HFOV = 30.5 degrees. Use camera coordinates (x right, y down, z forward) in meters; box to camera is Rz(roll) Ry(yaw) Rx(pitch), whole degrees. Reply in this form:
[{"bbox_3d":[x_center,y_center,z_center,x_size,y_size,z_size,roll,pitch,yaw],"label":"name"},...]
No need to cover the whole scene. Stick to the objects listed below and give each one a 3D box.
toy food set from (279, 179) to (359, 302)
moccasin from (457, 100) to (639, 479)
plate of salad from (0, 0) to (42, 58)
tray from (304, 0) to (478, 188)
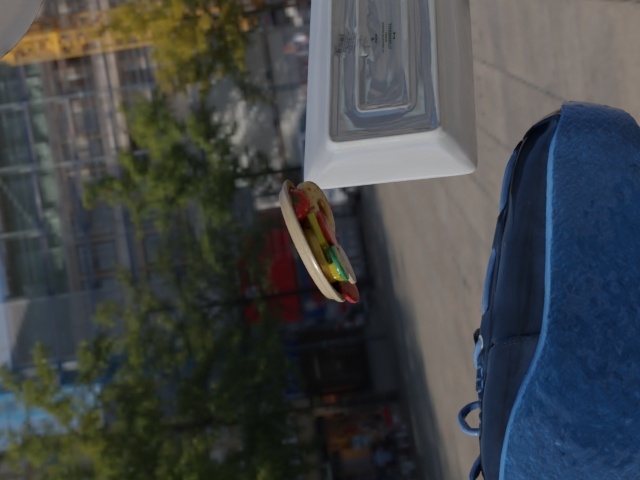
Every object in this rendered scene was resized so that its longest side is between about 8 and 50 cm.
[{"bbox_3d":[0.000,0.000,0.702,0.082,0.020,0.083,66,-173,10],"label":"toy food set"},{"bbox_3d":[0.175,0.078,0.831,0.117,0.137,0.342,167,114,-73],"label":"moccasin"},{"bbox_3d":[-0.255,-0.177,0.671,0.048,0.200,0.200,-29,65,53],"label":"plate of salad"},{"bbox_3d":[0.057,-0.169,1.011,0.030,0.145,0.270,64,-157,-56],"label":"tray"}]
